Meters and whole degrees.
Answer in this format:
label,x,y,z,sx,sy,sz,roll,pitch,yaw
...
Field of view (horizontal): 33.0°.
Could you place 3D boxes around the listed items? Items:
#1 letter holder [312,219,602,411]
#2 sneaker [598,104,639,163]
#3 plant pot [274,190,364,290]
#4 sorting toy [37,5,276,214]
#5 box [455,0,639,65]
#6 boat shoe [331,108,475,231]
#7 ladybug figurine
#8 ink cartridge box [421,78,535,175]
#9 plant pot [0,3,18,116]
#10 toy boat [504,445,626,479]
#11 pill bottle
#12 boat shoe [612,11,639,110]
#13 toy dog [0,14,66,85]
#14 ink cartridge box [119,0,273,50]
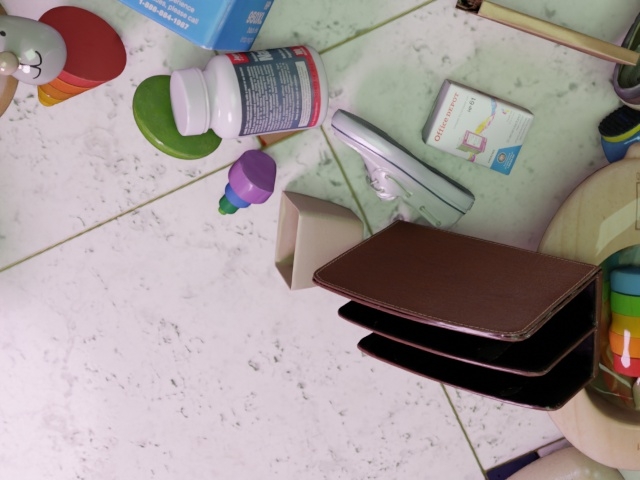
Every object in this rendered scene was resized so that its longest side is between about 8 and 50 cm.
label,x,y,z,sx,sy,sz,roll,pitch,yaw
letter holder,0.161,0.105,1.336,0.302,0.214,0.152,15,119,37
sneaker,0.469,-0.162,1.426,0.209,0.069,0.082,-29,121,6
plant pot,0.000,0.000,1.443,0.096,0.109,0.109,2,107,-16
sorting toy,-0.230,-0.145,1.408,0.365,0.127,0.126,35,132,-14
box,0.274,-0.260,1.333,0.201,0.164,0.021,18,103,-7
boat shoe,0.098,-0.084,1.425,0.226,0.083,0.076,33,102,-11
ladybug figurine,0.421,0.084,1.438,0.305,0.162,0.449,0,109,3
ink cartridge box,0.205,-0.150,1.424,0.122,0.052,0.088,20,106,-6
plant pot,-0.508,-0.236,1.391,0.236,0.032,0.236,0,108,-1
toy boat,0.363,0.466,1.581,0.267,0.148,0.318,-35,97,4
pill bottle,-0.090,-0.183,1.351,0.180,0.108,0.108,-10,108,-21
boat shoe,0.457,-0.289,1.334,0.103,0.092,0.285,39,107,17
toy dog,-0.473,-0.249,1.231,0.333,0.161,0.220,0,117,26
ink cartridge box,-0.135,-0.455,1.230,0.285,0.166,0.395,31,105,8
